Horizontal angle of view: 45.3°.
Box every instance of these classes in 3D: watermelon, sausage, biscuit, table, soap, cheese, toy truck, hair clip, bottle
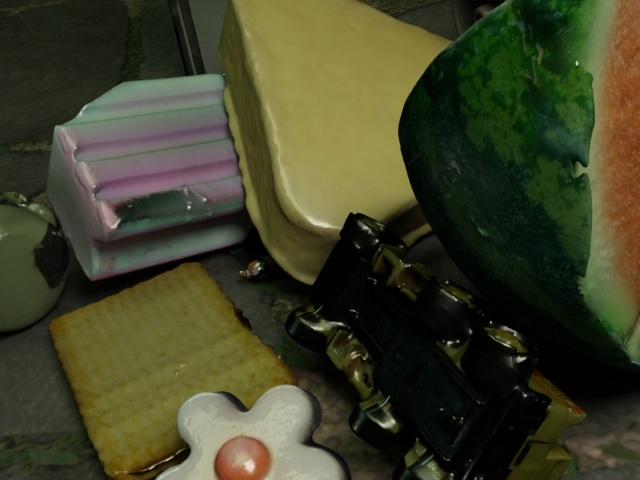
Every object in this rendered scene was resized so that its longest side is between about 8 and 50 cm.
[{"bbox_3d":[0.193,-0.005,0.543,0.292,0.222,0.319,-3,-18,-35],"label":"watermelon"},{"bbox_3d":[0.000,0.000,0.837,0.198,0.025,0.028,-24,79,-20],"label":"sausage"},{"bbox_3d":[-0.143,0.111,0.710,0.172,0.029,0.254,-23,34,-19],"label":"biscuit"},{"bbox_3d":[-0.113,-0.366,1.148,0.222,0.335,0.272,-17,34,-8],"label":"table"},{"bbox_3d":[-0.135,-0.089,0.868,0.324,0.109,0.193,-17,63,-35],"label":"soap"},{"bbox_3d":[0.035,-0.110,0.813,0.384,0.104,0.384,9,51,-12],"label":"cheese"},{"bbox_3d":[0.081,0.082,0.593,0.127,0.127,0.257,15,18,-37],"label":"toy truck"},{"bbox_3d":[-0.014,0.193,0.514,0.146,0.075,0.257,-26,40,-29],"label":"hair clip"},{"bbox_3d":[-0.437,0.008,0.839,0.347,0.168,0.168,10,38,22],"label":"bottle"}]

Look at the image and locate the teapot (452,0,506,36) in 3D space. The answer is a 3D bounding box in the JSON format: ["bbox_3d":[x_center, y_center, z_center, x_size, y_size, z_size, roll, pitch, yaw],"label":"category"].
[{"bbox_3d":[0.375,-0.350,1.089,0.344,0.253,0.300,-20,0,-5],"label":"teapot"}]
